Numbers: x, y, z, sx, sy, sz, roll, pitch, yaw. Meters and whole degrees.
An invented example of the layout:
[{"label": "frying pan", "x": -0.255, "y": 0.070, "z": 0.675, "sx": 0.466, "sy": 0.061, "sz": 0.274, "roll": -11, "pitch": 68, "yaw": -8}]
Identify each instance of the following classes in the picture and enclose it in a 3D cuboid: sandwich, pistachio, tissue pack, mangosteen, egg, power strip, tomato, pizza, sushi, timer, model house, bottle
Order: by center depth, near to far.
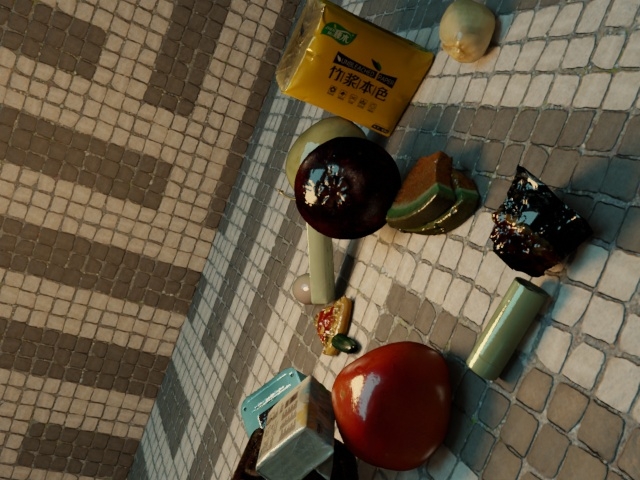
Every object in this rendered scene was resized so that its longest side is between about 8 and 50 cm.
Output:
[{"label": "sushi", "x": 0.399, "y": -0.017, "z": 1.270, "sx": 0.150, "sy": 0.153, "sz": 0.172, "roll": -45, "pitch": 49, "yaw": 9}, {"label": "bottle", "x": 0.363, "y": 0.173, "z": 1.305, "sx": 0.201, "sy": 0.072, "sz": 0.072, "roll": -64, "pitch": 24, "yaw": 16}, {"label": "tomato", "x": 0.147, "y": 0.353, "z": 1.454, "sx": 0.299, "sy": 0.226, "sz": 0.298, "roll": -41, "pitch": 38, "yaw": 44}, {"label": "tissue pack", "x": -0.033, "y": 0.443, "z": 1.500, "sx": 0.159, "sy": 0.145, "sz": 0.229, "roll": -44, "pitch": 9, "yaw": 12}, {"label": "model house", "x": -0.043, "y": 0.611, "z": 1.625, "sx": 0.297, "sy": 0.283, "sz": 0.316, "roll": -78, "pitch": -14, "yaw": -60}, {"label": "sandwich", "x": 0.274, "y": -0.115, "z": 1.668, "sx": 0.292, "sy": 0.109, "sz": 0.212, "roll": 15, "pitch": 87, "yaw": 67}, {"label": "pistachio", "x": 0.387, "y": -0.548, "z": 1.749, "sx": 0.145, "sy": 0.117, "sz": 0.200, "roll": -12, "pitch": 45, "yaw": 20}, {"label": "mangosteen", "x": 0.080, "y": -0.149, "z": 1.842, "sx": 0.297, "sy": 0.297, "sz": 0.293, "roll": -52, "pitch": -3, "yaw": 37}, {"label": "timer", "x": -0.108, "y": 0.539, "z": 1.998, "sx": 0.232, "sy": 0.091, "sz": 0.250, "roll": -37, "pitch": 44, "yaw": 12}, {"label": "power strip", "x": 0.000, "y": 0.000, "z": 2.019, "sx": 0.091, "sy": 0.063, "sz": 0.384, "roll": -28, "pitch": -64, "yaw": -71}, {"label": "pizza", "x": 0.020, "y": 0.249, "z": 2.020, "sx": 0.199, "sy": 0.062, "sz": 0.188, "roll": -3, "pitch": 68, "yaw": 67}, {"label": "tissue pack", "x": 0.096, "y": -0.530, "z": 2.031, "sx": 0.293, "sy": 0.382, "sz": 0.228, "roll": -61, "pitch": 23, "yaw": 24}, {"label": "egg", "x": -0.036, "y": 0.156, "z": 2.153, "sx": 0.135, "sy": 0.103, "sz": 0.103, "roll": -10, "pitch": 64, "yaw": 62}]

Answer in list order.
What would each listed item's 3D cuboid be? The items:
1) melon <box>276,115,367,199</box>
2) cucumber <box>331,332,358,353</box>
[{"label": "melon", "x": 0.022, "y": -0.246, "z": 2.132, "sx": 0.271, "sy": 0.272, "sz": 0.307, "roll": -104, "pitch": 22, "yaw": -51}, {"label": "cucumber", "x": 0.074, "y": 0.296, "z": 1.886, "sx": 0.105, "sy": 0.048, "sz": 0.048, "roll": 15, "pitch": 87, "yaw": 62}]
